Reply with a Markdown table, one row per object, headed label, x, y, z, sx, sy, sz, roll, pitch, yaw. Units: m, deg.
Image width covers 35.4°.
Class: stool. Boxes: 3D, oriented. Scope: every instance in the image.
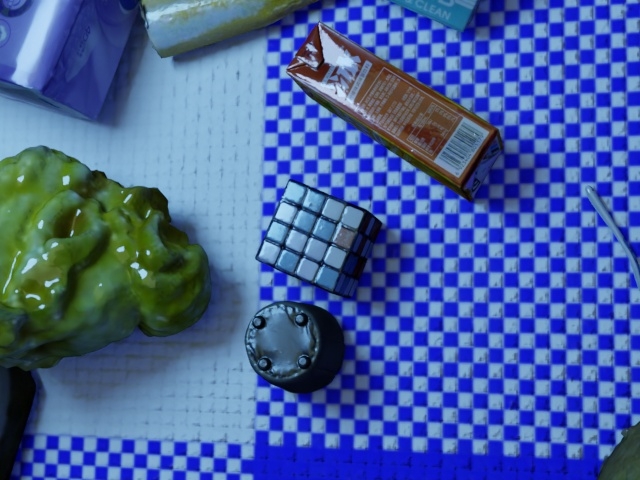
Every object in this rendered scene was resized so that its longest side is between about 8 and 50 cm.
| label | x | y | z | sx | sy | sz | roll | pitch | yaw |
| --- | --- | --- | --- | --- | --- | --- | --- | --- | --- |
| stool | -0.028 | 0.108 | 1.030 | 0.096 | 0.110 | 0.096 | -3 | 79 | 12 |

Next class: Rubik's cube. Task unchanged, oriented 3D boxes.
| label | x | y | z | sx | sy | sz | roll | pitch | yaw |
| --- | --- | --- | --- | --- | --- | --- | --- | --- | --- |
| Rubik's cube | 0.000 | 0.000 | 1.046 | 0.092 | 0.092 | 0.092 | 23 | 89 | 15 |

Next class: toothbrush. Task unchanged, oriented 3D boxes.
| label | x | y | z | sx | sy | sz | roll | pitch | yaw |
| --- | --- | --- | --- | --- | --- | --- | --- | --- | --- |
| toothbrush | 0.307 | 0.015 | 1.007 | 0.017 | 0.014 | 0.162 | -35 | 76 | 23 |

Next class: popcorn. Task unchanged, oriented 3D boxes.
| label | x | y | z | sx | sy | sz | roll | pitch | yaw |
| --- | --- | --- | --- | --- | --- | --- | --- | --- | --- |
| popcorn | -0.270 | 0.010 | 1.059 | 0.285 | 0.174 | 0.225 | -11 | 72 | -16 |

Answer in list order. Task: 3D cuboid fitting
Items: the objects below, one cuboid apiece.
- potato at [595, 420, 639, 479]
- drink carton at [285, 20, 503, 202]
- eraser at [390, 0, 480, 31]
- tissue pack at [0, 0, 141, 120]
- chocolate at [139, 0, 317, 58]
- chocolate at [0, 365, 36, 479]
| label | x | y | z | sx | sy | sz | roll | pitch | yaw |
| --- | --- | --- | --- | --- | --- | --- | --- | --- | --- |
| potato | 0.399 | 0.295 | 0.799 | 0.385 | 0.319 | 0.442 | 28 | 88 | 15 |
| drink carton | 0.079 | -0.134 | 1.042 | 0.223 | 0.096 | 0.071 | 34 | 92 | 15 |
| eraser | 0.071 | -0.307 | 1.043 | 0.225 | 0.052 | 0.096 | 24 | 132 | 3 |
| tissue pack | -0.315 | -0.329 | 1.132 | 0.242 | 0.160 | 0.338 | 19 | 87 | 21 |
| chocolate | -0.087 | -0.266 | 1.116 | 0.219 | 0.085 | 0.086 | -12 | 80 | 7 |
| chocolate | -0.521 | 0.180 | 1.056 | 0.314 | 0.297 | 0.326 | 16 | 88 | 20 |
